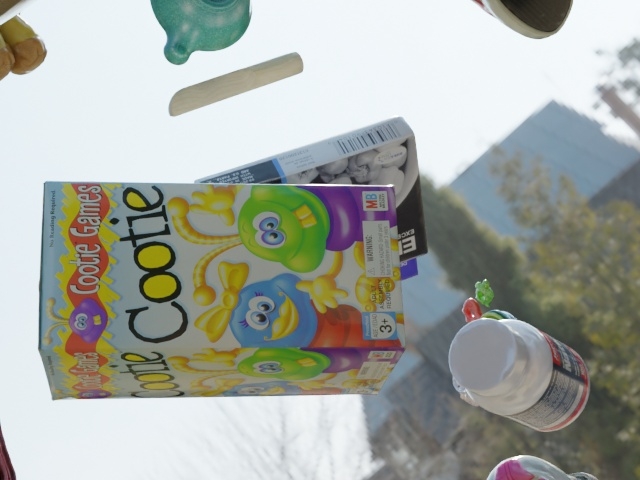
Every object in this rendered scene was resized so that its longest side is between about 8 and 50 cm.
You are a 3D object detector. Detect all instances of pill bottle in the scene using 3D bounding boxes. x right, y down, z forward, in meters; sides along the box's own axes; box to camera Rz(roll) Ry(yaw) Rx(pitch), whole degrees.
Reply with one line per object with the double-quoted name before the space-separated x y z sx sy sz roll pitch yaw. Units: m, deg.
"pill bottle" 0.220 0.147 1.411 0.108 0.108 0.180 -44 -35 13

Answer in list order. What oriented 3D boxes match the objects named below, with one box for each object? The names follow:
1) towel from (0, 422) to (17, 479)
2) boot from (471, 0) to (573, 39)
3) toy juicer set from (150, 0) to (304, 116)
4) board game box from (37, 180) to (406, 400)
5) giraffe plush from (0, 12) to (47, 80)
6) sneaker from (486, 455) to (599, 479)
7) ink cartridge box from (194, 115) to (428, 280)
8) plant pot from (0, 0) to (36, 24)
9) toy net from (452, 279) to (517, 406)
"towel" -0.430 0.276 1.508 0.037 0.237 0.329 -1 -28 -31
"boot" 0.119 -0.281 1.220 0.088 0.244 0.176 -60 29 -8
"toy juicer set" -0.111 -0.299 1.580 0.209 0.329 0.089 0 -13 -25
"board game box" -0.082 0.044 1.028 0.275 0.142 0.144 0 -22 -7
"giraffe plush" -0.373 -0.287 1.325 0.181 0.210 0.170 -28 -22 -50
"sneaker" 0.221 0.262 1.156 0.103 0.111 0.252 -24 -51 19
"ink cartridge box" 0.000 0.000 1.222 0.206 0.045 0.208 -19 -49 -9
"plant pot" -0.205 -0.220 0.681 0.274 0.256 0.256 -44 -14 31
"toy net" 0.242 0.175 1.979 0.045 0.122 0.232 -21 -35 -35
